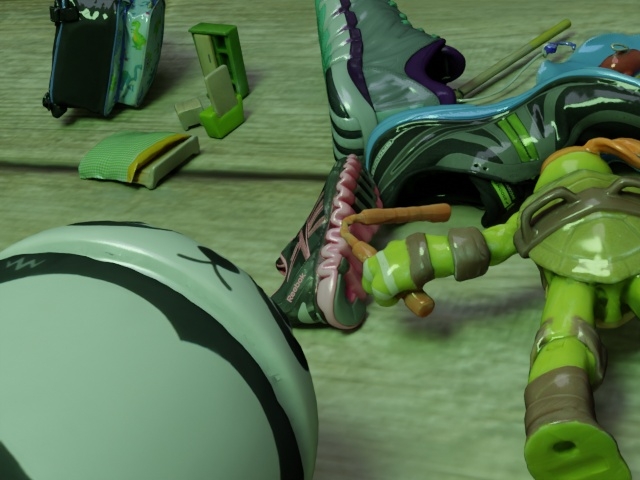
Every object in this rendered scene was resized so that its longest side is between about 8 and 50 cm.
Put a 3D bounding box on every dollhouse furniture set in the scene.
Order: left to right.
[{"bbox_3d":[-0.110,-0.101,0.853,0.076,0.058,0.152,12,40,35],"label":"dollhouse furniture set"}]

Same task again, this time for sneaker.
[{"bbox_3d":[0.000,0.000,0.660,0.057,0.047,0.119,-13,43,30],"label":"sneaker"},{"bbox_3d":[0.049,-0.131,0.835,0.098,0.083,0.223,-6,43,0],"label":"sneaker"},{"bbox_3d":[0.117,-0.048,0.686,0.188,0.067,0.078,-11,57,20],"label":"sneaker"}]

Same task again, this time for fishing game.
[{"bbox_3d":[0.221,-0.104,0.758,0.189,0.041,0.264,-32,37,-23],"label":"fishing game"}]

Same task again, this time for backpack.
[{"bbox_3d":[-0.169,-0.162,0.934,0.084,0.105,0.114,9,31,-7],"label":"backpack"}]

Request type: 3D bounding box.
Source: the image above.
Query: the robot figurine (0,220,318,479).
[{"bbox_3d":[-0.102,0.102,0.407,0.174,0.209,0.278,-9,22,22],"label":"robot figurine"}]

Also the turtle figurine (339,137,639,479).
[{"bbox_3d":[0.147,0.012,0.552,0.270,0.087,0.217,-3,37,0],"label":"turtle figurine"}]
